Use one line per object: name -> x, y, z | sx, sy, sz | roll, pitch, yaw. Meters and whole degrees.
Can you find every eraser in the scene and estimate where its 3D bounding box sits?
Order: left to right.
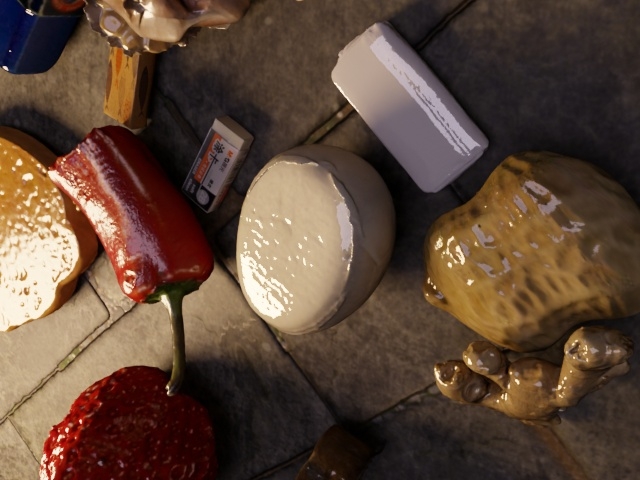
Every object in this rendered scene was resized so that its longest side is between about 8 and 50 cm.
eraser -> -0.349, -0.382, 0.849 | 0.155, 0.101, 0.332 | 48, 122, 8
eraser -> -0.134, -0.097, 0.869 | 0.052, 0.029, 0.122 | 40, 121, 12

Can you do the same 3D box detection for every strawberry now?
strawberry -> -0.283, 0.328, 0.957 | 0.257, 0.277, 0.257 | 10, 114, 23

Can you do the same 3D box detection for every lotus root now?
lotus root -> -0.018, 0.360, 0.890 | 0.074, 0.170, 0.260 | 33, 115, 12

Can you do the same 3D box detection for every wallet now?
wallet -> 0.092, -0.144, 0.727 | 0.190, 0.033, 0.095 | 49, 121, 5

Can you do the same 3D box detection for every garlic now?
garlic -> -0.210, -0.281, 0.723 | 0.207, 0.257, 0.207 | 22, 126, 35

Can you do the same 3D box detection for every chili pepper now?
chili pepper -> -0.211, 0.015, 0.890 | 0.134, 0.131, 0.338 | -35, 84, 19

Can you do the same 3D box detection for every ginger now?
ginger -> 0.197, 0.133, 0.660 | 0.149, 0.065, 0.258 | 13, 155, -1

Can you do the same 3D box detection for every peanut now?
peanut -> 0.204, 0.021, 0.668 | 0.197, 0.110, 0.233 | 45, 125, -11

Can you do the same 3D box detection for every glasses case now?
glasses case -> -0.240, -0.236, 0.876 | 0.065, 0.041, 0.169 | 31, 120, 30

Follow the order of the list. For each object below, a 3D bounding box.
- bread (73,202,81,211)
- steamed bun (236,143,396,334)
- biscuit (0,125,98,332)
bread -> -0.340, -0.084, 0.978 | 0.034, 0.049, 0.088 | 14, 115, 33
steamed bun -> 0.000, 0.000, 0.768 | 0.177, 0.131, 0.228 | 37, 123, 25
biscuit -> -0.503, -0.019, 1.086 | 0.312, 0.057, 0.351 | 45, 121, 9
